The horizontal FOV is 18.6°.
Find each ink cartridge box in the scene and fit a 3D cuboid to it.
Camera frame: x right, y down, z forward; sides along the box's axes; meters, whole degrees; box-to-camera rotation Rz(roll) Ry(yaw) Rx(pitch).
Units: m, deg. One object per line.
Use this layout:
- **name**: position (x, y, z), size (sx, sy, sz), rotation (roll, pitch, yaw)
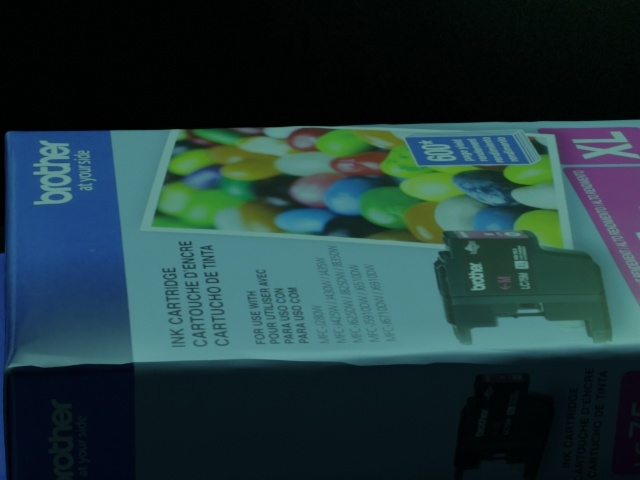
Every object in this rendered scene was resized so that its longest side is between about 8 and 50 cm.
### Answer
- **ink cartridge box**: position (-0.005, 0.019, 0.686), size (0.311, 0.065, 0.186), rotation (-3, 27, -7)
